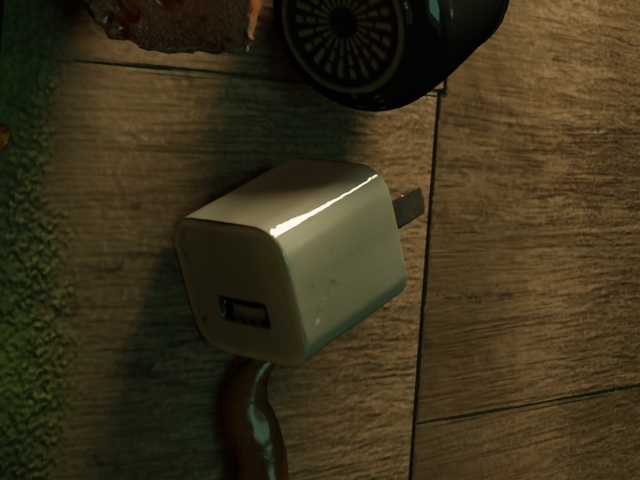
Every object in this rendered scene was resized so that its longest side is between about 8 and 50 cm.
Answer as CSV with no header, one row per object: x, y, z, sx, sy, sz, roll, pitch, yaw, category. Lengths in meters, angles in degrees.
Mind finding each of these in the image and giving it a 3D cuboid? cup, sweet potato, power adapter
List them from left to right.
-0.055,0.196,1.172,0.055,0.058,0.202,-3,95,-4,sweet potato
0.000,0.000,1.144,0.205,0.130,0.125,-31,117,-39,power adapter
0.050,-0.229,1.162,0.176,0.169,0.223,-32,87,-45,cup

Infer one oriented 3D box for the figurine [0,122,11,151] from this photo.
-0.273,-0.106,0.875,0.122,0.121,0.176,-19,123,-15,figurine

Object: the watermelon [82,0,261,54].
-0.112,-0.256,0.982,0.140,0.192,0.257,-57,137,-69,watermelon
